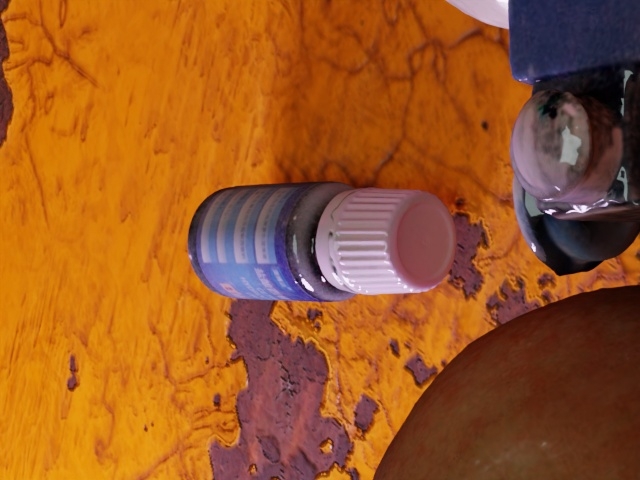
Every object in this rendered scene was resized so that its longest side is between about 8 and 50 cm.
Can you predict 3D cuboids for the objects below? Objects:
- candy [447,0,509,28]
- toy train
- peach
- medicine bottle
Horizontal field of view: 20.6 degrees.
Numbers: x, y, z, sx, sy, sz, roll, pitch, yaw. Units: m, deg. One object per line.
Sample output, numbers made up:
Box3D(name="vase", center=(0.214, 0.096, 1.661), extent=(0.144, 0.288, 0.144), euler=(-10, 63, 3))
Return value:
Box3D(name="candy", center=(0.110, -0.258, 0.948), extent=(0.295, 0.185, 0.295), euler=(8, 102, 42))
Box3D(name="toy train", center=(0.200, -0.084, 0.794), extent=(0.131, 0.300, 0.202), euler=(-7, 82, 50))
Box3D(name="peach", center=(0.151, 0.141, 0.799), extent=(0.252, 0.252, 0.252), euler=(10, 104, 48))
Box3D(name="medicine bottle", center=(0.000, 0.000, 1.190), extent=(0.203, 0.083, 0.083), euler=(-3, 94, 49))
